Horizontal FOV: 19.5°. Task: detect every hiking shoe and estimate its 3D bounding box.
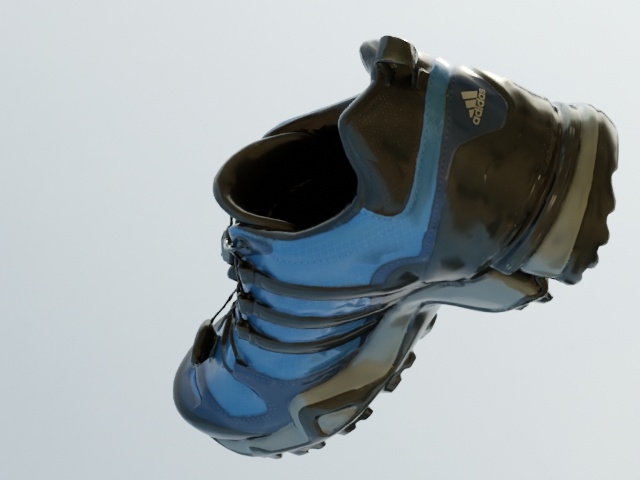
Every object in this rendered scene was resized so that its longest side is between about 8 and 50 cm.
[{"bbox_3d":[0.000,0.000,0.848,0.132,0.304,0.113,28,-131,-20],"label":"hiking shoe"}]
